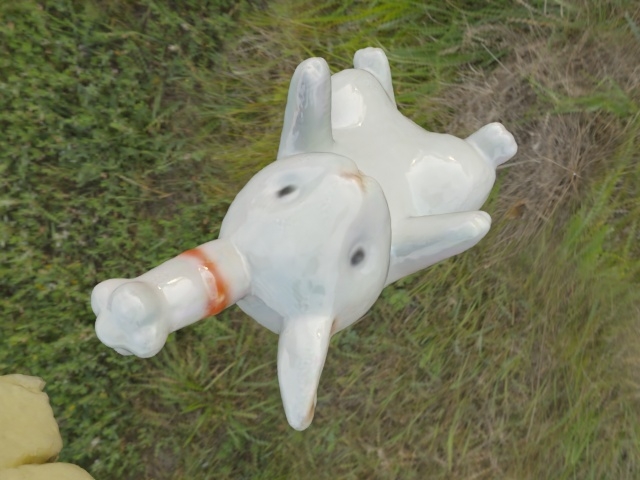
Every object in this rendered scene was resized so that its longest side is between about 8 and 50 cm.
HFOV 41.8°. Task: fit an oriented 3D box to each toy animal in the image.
[{"bbox_3d":[0.010,-0.012,0.484,0.140,0.282,0.138,40,122,5],"label":"toy animal"}]

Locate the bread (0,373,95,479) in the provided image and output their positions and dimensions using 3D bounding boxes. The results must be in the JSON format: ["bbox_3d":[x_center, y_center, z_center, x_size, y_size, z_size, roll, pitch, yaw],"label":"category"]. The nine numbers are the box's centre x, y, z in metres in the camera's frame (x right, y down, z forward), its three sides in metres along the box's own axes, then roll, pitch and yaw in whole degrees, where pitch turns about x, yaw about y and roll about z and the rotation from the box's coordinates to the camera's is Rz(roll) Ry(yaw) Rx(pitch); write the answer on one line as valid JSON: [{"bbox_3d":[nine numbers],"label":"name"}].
[{"bbox_3d":[-0.431,0.328,0.754,0.371,0.390,0.279,-55,51,22],"label":"bread"}]
